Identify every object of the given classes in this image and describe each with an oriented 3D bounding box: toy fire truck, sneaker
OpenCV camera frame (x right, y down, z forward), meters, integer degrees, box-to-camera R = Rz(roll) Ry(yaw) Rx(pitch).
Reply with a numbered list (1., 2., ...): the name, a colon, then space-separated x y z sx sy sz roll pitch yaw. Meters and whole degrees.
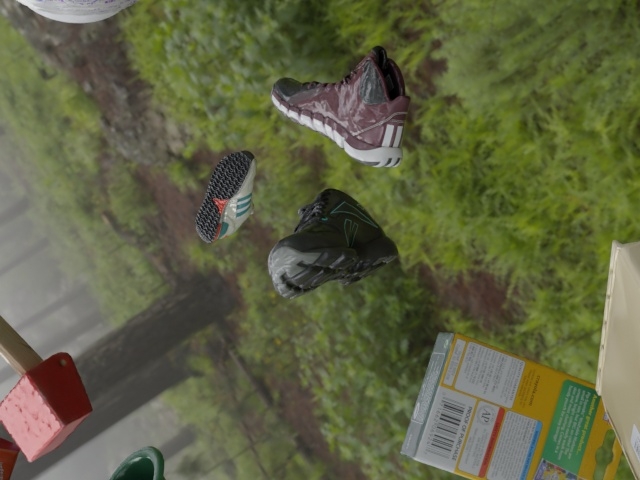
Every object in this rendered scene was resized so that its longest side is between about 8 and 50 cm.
1. toy fire truck: -0.231 0.048 0.549 0.192 0.047 0.135 54 -145 12
2. sneaker: 0.000 0.000 1.140 0.106 0.101 0.267 62 -160 10
3. sneaker: 0.043 -0.239 1.524 0.281 0.106 0.162 35 119 35
4. sneaker: -0.126 -0.069 1.463 0.057 0.161 0.075 42 -149 25

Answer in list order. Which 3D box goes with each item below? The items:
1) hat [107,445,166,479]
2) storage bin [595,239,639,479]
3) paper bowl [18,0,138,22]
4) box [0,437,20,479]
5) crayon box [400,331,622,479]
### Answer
1. hat: -0.230 0.429 1.486 0.183 0.173 0.208 36 154 -26
2. storage bin: 0.373 0.163 0.941 0.262 0.123 0.260 -101 2 -51
3. paper bowl: -0.421 -0.484 1.676 0.284 0.284 0.148 53 147 29
4. box: -0.533 0.335 1.310 0.128 0.257 0.122 34 -135 -30
5. crayon box: 0.310 0.292 1.537 0.323 0.203 0.083 21 171 -9
